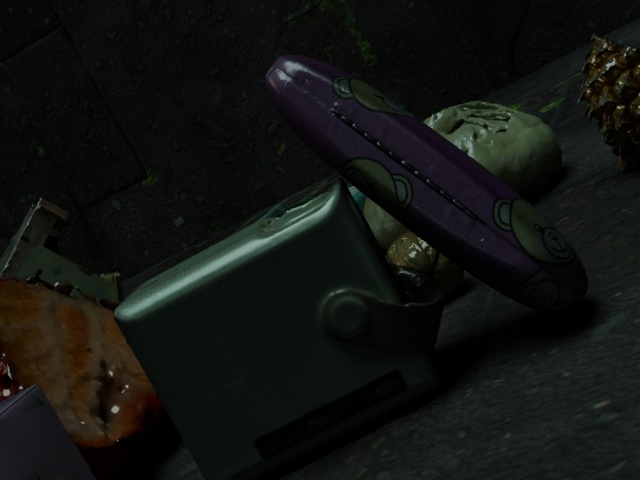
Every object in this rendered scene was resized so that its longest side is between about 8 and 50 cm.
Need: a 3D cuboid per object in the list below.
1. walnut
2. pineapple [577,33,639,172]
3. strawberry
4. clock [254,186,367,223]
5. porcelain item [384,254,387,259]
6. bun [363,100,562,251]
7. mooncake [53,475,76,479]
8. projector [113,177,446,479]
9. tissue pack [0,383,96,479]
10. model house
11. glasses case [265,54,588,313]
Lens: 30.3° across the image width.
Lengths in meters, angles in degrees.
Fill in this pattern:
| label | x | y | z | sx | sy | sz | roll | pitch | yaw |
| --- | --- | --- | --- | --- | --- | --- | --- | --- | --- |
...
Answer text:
| label | x | y | z | sx | sy | sz | roll | pitch | yaw |
| --- | --- | --- | --- | --- | --- | --- | --- | --- | --- |
| walnut | 0.106 | 0.025 | 1.197 | 0.078 | 0.083 | 0.096 | 2 | 11 | -6 |
| pineapple | 0.356 | -0.139 | 1.296 | 0.161 | 0.137 | 0.176 | 18 | 14 | 11 |
| strawberry | -0.244 | 0.168 | 1.222 | 0.253 | 0.280 | 0.150 | 8 | -61 | -43 |
| clock | 0.000 | 0.000 | 1.706 | 0.231 | 0.116 | 0.262 | -20 | 11 | 22 |
| porcelain item | 0.067 | 0.046 | 1.421 | 0.075 | 0.021 | 0.136 | -34 | 7 | -11 |
| bun | 0.171 | -0.096 | 1.530 | 0.287 | 0.146 | 0.287 | -27 | 5 | 2 |
| mooncake | -0.198 | 0.223 | 0.713 | 0.175 | 0.104 | 0.168 | -39 | -17 | -13 |
| projector | -0.021 | 0.069 | 0.961 | 0.242 | 0.177 | 0.163 | -27 | 7 | 7 |
| tissue pack | -0.268 | 0.225 | 0.918 | 0.092 | 0.149 | 0.246 | -28 | 7 | 16 |
| model house | -0.394 | 0.137 | 1.741 | 0.326 | 0.244 | 0.169 | -66 | 17 | -17 |
| glasses case | 0.081 | -0.049 | 0.949 | 0.076 | 0.316 | 0.123 | -52 | -22 | 3 |
